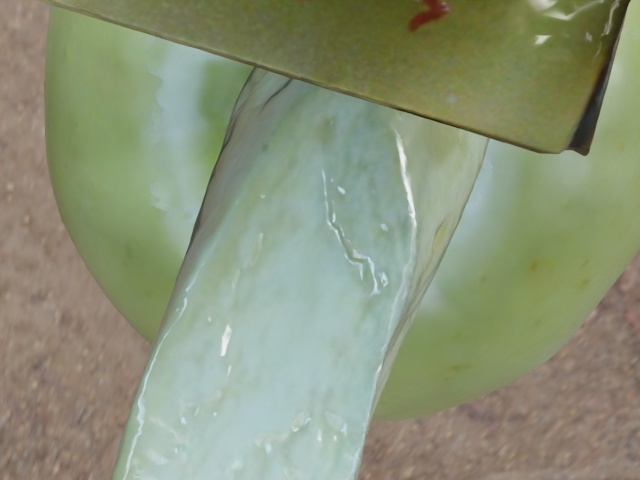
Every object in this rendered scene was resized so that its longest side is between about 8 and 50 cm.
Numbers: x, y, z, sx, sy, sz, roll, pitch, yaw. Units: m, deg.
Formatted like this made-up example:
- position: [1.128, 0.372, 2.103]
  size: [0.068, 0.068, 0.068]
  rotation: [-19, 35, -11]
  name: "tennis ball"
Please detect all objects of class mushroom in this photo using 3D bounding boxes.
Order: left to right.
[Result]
- position: [0.001, -0.003, 0.573]
  size: [0.087, 0.107, 0.333]
  rotation: [19, 37, 0]
  name: "mushroom"

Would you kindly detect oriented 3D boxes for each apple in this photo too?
- position: [0.025, -0.085, 0.980]
  size: [0.357, 0.357, 0.357]
  rotation: [6, 63, -12]
  name: "apple"

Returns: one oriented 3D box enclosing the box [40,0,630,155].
- position: [0.001, -0.124, 0.490]
  size: [0.159, 0.071, 0.240]
  rotation: [15, 32, -5]
  name: "box"
